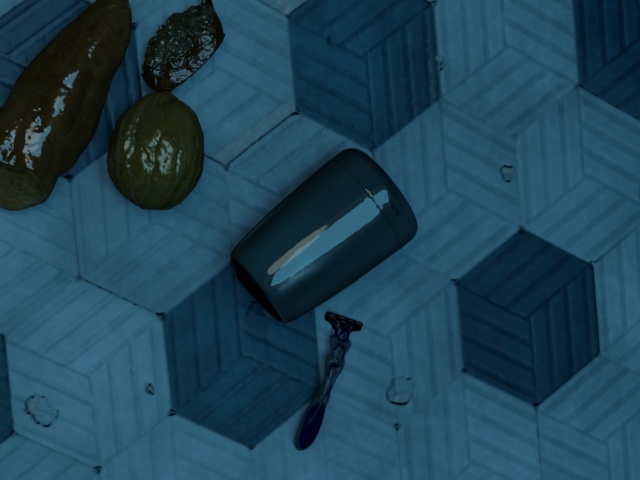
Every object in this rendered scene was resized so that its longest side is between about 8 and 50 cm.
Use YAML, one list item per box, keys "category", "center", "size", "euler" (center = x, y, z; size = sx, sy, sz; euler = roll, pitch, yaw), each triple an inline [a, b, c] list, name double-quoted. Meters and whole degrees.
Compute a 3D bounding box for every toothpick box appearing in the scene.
- category: "toothpick box"
  center: [0.000, 0.000, 1.694]
  size: [0.184, 0.120, 0.120]
  euler: [-39, 102, -8]

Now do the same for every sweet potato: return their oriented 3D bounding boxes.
- category: "sweet potato"
  center: [-0.262, -0.142, 1.627]
  size: [0.097, 0.097, 0.251]
  euler: [34, 85, -15]

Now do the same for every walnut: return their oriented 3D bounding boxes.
- category: "walnut"
  center: [-0.167, -0.093, 1.655]
  size: [0.105, 0.105, 0.124]
  euler: [16, 85, -16]

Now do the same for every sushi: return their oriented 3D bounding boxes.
- category: "sushi"
  center: [-0.144, -0.207, 1.680]
  size: [0.120, 0.052, 0.055]
  euler: [-45, 118, -7]

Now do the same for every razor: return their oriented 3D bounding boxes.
- category: "razor"
  center: [0.004, 0.156, 1.749]
  size: [0.044, 0.028, 0.154]
  euler: [21, 87, -16]
